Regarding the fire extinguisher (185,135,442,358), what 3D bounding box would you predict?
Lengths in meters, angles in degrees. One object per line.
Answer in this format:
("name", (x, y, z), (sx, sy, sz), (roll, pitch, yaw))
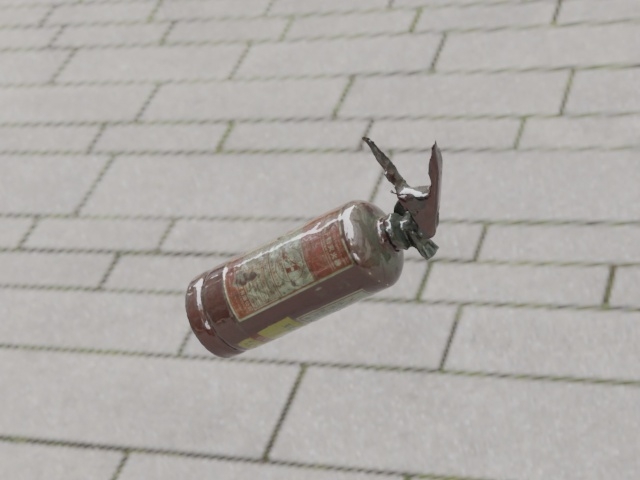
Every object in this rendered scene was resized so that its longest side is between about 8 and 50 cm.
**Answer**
("fire extinguisher", (0.001, 0.007, 1.006), (0.252, 0.106, 0.075), (-26, 43, 30))
